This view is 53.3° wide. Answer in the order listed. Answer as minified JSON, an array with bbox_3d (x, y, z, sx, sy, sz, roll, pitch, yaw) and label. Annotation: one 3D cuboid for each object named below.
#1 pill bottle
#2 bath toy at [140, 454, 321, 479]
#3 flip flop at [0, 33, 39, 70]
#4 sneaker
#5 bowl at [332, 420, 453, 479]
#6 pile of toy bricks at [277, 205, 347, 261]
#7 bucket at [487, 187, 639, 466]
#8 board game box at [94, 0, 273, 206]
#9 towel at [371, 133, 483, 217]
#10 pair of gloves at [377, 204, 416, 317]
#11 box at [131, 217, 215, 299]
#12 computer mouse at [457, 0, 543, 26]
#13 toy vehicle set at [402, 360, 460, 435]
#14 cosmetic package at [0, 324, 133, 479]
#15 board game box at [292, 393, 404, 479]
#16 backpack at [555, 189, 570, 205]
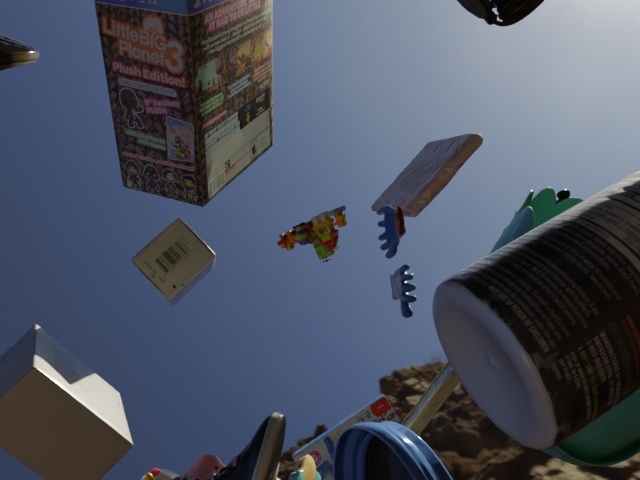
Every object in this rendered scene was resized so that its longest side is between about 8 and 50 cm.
[{"bbox_3d":[0.215,0.032,0.460,0.245,0.130,0.131,-27,-83,-14],"label":"pill bottle"},{"bbox_3d":[-0.178,0.439,1.106,0.129,0.347,0.152,28,-125,-69],"label":"bath toy"},{"bbox_3d":[-0.451,-0.201,0.789,0.112,0.080,0.277,20,-147,-7],"label":"flip flop"},{"bbox_3d":[-0.158,0.368,0.944,0.296,0.146,0.104,-67,-11,8],"label":"sneaker"},{"bbox_3d":[0.149,0.524,1.176,0.077,0.391,0.392,-11,-94,-27],"label":"bowl"},{"bbox_3d":[0.000,0.000,1.491,0.118,0.212,0.105,-21,-92,-39],"label":"pile of toy bricks"},{"bbox_3d":[0.288,0.096,0.706,0.281,0.183,0.281,24,-150,-15],"label":"bucket"},{"bbox_3d":[-0.178,-0.237,0.916,0.232,0.141,0.291,-53,-28,-52],"label":"board game box"},{"bbox_3d":[0.333,-0.203,2.045,0.053,0.317,0.332,44,-101,-15],"label":"towel"},{"bbox_3d":[0.128,0.033,1.091,0.023,0.159,0.198,-7,-96,-5],"label":"pair of gloves"},{"bbox_3d":[-0.345,0.056,1.526,0.148,0.232,0.127,-44,-89,-14],"label":"box"},{"bbox_3d":[0.168,-0.299,0.544,0.262,0.184,0.060,20,-141,-53],"label":"computer mouse"},{"bbox_3d":[0.325,0.474,1.880,0.035,0.166,0.267,35,-81,7],"label":"toy vehicle set"},{"bbox_3d":[-0.470,0.297,1.133,0.138,0.224,0.224,-44,-65,-8],"label":"cosmetic package"},{"bbox_3d":[0.130,0.636,1.752,0.308,0.086,0.302,-33,-99,-7],"label":"board game box"},{"bbox_3d":[0.409,0.100,1.022,0.276,0.213,0.264,-45,-42,-32],"label":"backpack"}]
